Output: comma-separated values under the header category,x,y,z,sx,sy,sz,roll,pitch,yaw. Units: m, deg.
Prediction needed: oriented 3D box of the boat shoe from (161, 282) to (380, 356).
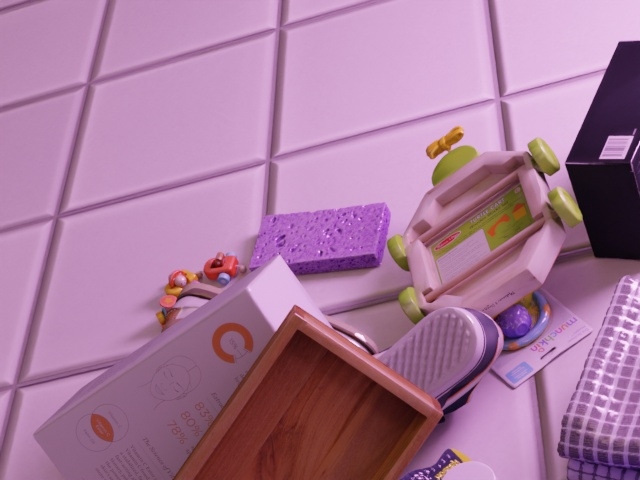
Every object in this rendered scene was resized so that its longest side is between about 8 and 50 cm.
category,x,y,z,sx,sy,sz,roll,pitch,yaw
boat shoe,-0.072,0.153,1.948,0.302,0.113,0.103,13,44,15

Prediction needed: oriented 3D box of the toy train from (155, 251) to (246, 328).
category,x,y,z,sx,sy,sz,roll,pitch,yaw
toy train,-0.191,0.074,2.188,0.125,0.046,0.166,-4,43,25

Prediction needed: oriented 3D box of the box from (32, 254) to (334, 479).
category,x,y,z,sx,sy,sz,roll,pitch,yaw
box,-0.142,0.211,1.764,0.345,0.215,0.168,-34,5,18

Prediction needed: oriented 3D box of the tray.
category,x,y,z,sx,sy,sz,roll,pitch,yaw
tray,-0.063,0.299,1.616,0.411,0.203,0.076,-55,5,5

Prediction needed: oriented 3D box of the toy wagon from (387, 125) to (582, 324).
category,x,y,z,sx,sy,sz,roll,pitch,yaw
toy wagon,0.217,-0.034,1.967,0.267,0.068,0.344,-35,34,19

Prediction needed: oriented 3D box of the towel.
category,x,y,z,sx,sy,sz,roll,pitch,yaw
towel,0.431,0.173,1.688,0.235,0.121,0.283,4,47,30

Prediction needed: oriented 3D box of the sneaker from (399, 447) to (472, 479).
category,x,y,z,sx,sy,sz,roll,pitch,yaw
sneaker,0.133,0.303,1.711,0.053,0.059,0.144,41,34,24

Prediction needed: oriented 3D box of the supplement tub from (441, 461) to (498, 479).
category,x,y,z,sx,sy,sz,roll,pitch,yaw
supplement tub,0.186,0.317,1.665,0.071,0.107,0.071,-15,40,13

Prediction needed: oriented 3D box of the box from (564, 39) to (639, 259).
category,x,y,z,sx,sy,sz,roll,pitch,yaw
box,0.441,-0.128,1.971,0.103,0.184,0.261,1,45,34

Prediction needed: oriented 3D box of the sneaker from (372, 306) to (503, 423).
category,x,y,z,sx,sy,sz,roll,pitch,yaw
sneaker,0.103,0.196,1.847,0.321,0.127,0.126,-33,69,26

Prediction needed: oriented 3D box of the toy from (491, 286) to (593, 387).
category,x,y,z,sx,sy,sz,roll,pitch,yaw
toy,0.241,0.085,1.939,0.137,0.056,0.237,-35,40,-10

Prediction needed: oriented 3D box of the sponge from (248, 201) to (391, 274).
category,x,y,z,sx,sy,sz,roll,pitch,yaw
sponge,0.000,0.000,2.182,0.210,0.031,0.117,-7,42,22
